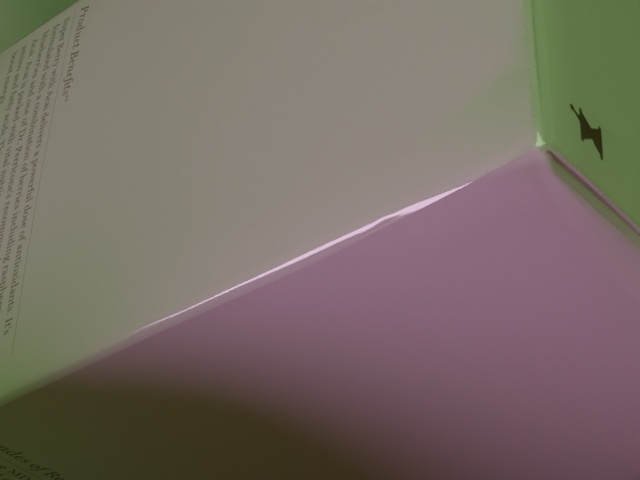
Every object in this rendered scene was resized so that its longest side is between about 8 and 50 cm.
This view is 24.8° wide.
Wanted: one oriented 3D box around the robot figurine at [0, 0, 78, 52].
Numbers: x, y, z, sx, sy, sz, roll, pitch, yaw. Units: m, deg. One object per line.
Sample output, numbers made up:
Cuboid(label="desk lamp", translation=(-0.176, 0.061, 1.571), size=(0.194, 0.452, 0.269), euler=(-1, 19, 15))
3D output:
Cuboid(label="robot figurine", translation=(-0.224, -0.136, 0.716), size=(0.300, 0.200, 0.353), euler=(-16, 52, -28))

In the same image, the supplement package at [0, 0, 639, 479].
Cuboid(label="supplement package", translation=(0.000, 0.000, 0.513), size=(0.293, 0.175, 0.177), euler=(-25, 46, 33))
